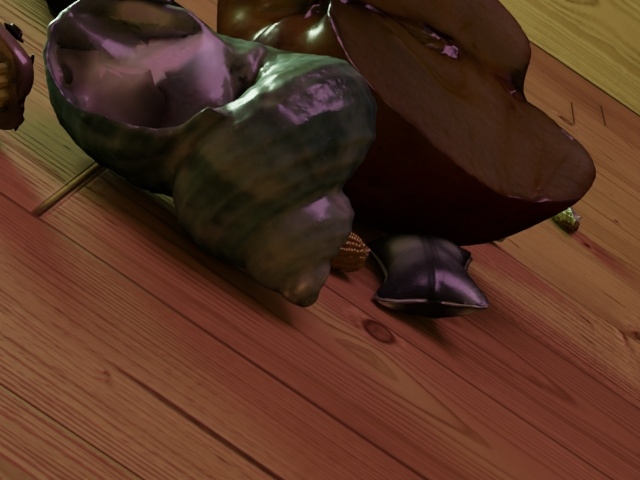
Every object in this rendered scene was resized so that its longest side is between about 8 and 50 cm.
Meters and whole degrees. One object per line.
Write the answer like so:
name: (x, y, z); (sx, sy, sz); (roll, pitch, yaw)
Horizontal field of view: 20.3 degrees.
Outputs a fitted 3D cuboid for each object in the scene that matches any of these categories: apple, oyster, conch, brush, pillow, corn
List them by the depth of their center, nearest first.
brush: (-0.316, -0.180, 1.274); (0.313, 0.072, 0.067); (42, 30, 29)
conch: (-0.065, -0.075, 1.300); (0.220, 0.195, 0.277); (-17, 74, -47)
corn: (0.000, 0.000, 1.436); (0.092, 0.037, 0.037); (23, 18, -34)
pillow: (0.087, 0.028, 1.498); (0.091, 0.055, 0.136); (30, 14, -10)
apple: (0.075, -0.156, 1.627); (0.365, 0.295, 0.328); (19, -2, -43)
oyster: (0.301, -0.034, 2.209); (0.051, 0.034, 0.093); (53, 6, 8)

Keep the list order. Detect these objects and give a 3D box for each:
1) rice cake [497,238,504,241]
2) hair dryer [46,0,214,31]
rice cake: (0.137, -0.034, 1.846); (0.170, 0.033, 0.029); (21, 20, -40)
hair dryer: (-0.152, -0.206, 1.719); (0.359, 0.120, 0.303); (36, -4, -37)
